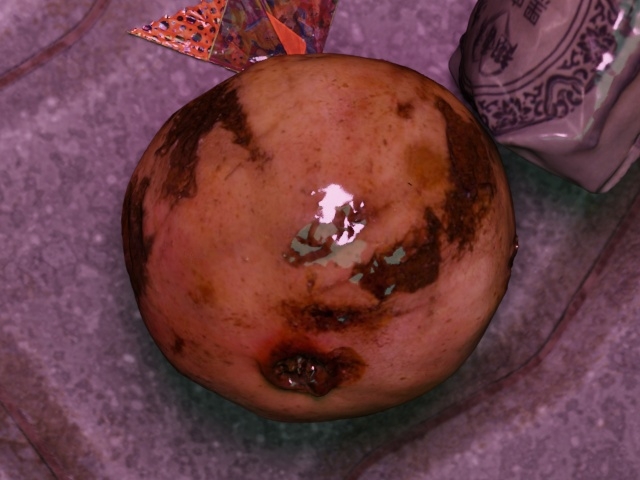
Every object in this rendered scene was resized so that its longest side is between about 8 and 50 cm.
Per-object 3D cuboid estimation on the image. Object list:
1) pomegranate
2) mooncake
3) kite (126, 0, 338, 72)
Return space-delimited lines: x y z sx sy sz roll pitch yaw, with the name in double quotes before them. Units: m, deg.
"pomegranate" 0.000 0.000 1.565 0.322 0.322 0.322 0 111 0
"mooncake" 0.208 -0.186 1.507 0.136 0.254 0.250 25 107 -21
"kite" -0.038 -0.172 1.643 0.222 0.008 0.125 -25 109 9
